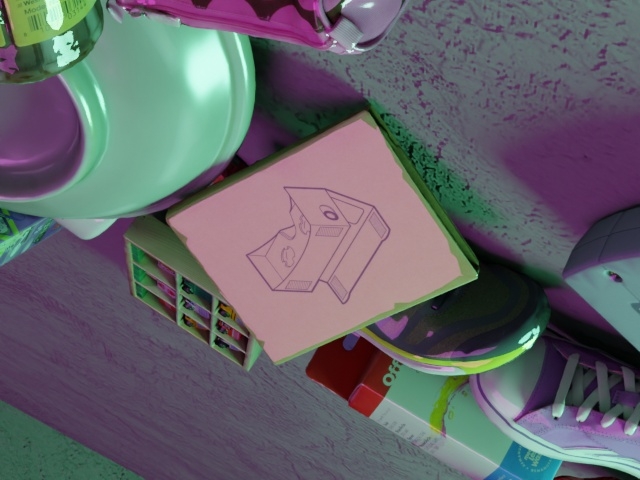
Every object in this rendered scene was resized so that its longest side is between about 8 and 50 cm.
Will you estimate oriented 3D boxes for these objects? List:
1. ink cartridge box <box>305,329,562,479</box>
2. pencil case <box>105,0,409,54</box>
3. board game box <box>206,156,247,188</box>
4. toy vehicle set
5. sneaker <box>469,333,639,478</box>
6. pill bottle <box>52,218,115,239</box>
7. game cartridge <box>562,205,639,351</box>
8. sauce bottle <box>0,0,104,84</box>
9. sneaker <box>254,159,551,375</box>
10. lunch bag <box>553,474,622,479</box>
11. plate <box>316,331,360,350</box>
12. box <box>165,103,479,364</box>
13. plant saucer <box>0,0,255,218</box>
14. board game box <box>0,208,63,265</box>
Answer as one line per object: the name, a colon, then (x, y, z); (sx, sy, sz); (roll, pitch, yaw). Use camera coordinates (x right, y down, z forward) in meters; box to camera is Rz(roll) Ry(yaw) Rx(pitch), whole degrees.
ink cartridge box: (0.118, 0.116, 1.462); (0.231, 0.134, 0.078); (30, 160, 2)
pencil case: (-0.044, -0.172, 1.058); (0.209, 0.098, 0.095); (14, 155, 39)
board game box: (-0.037, 0.012, 1.601); (0.281, 0.027, 0.145); (43, 159, -30)
toy vehicle set: (-0.133, 0.060, 1.801); (0.166, 0.035, 0.267); (33, 165, 5)
sneaker: (0.270, 0.133, 1.354); (0.282, 0.102, 0.161); (21, 157, -3)
pill bottle: (-0.259, -0.115, 1.458); (0.229, 0.131, 0.131); (37, 160, -16)
game cartridge: (0.311, 0.045, 1.135); (0.196, 0.060, 0.294); (37, 160, -26)
sauce bottle: (-0.206, -0.256, 0.984); (0.111, 0.111, 0.344); (22, 140, 24)
sneaker: (0.048, 0.020, 1.383); (0.299, 0.111, 0.121); (17, 148, 23)
lunch bag: (0.278, 0.288, 1.547); (0.258, 0.120, 0.293); (14, 171, 0)
plate: (0.038, 0.104, 1.638); (0.188, 0.024, 0.188); (27, 161, 11)
box: (0.000, 0.000, 1.314); (0.201, 0.021, 0.164); (-25, 113, 27)
plant saucer: (-0.251, -0.137, 1.251); (0.400, 0.101, 0.400); (14, 139, 12)
board game box: (-0.337, -0.067, 1.499); (0.208, 0.056, 0.347); (34, -163, 3)
